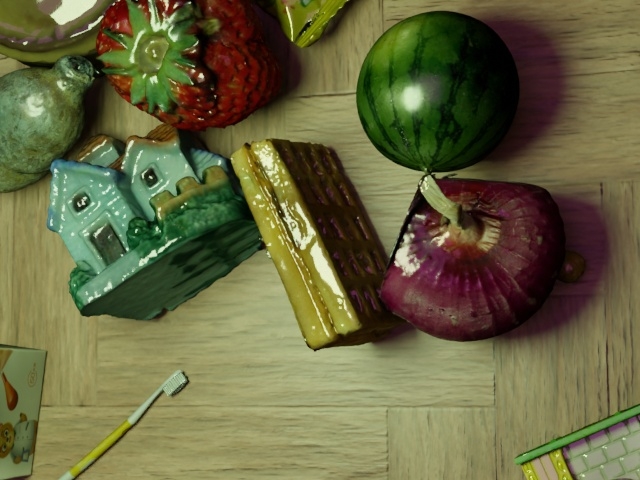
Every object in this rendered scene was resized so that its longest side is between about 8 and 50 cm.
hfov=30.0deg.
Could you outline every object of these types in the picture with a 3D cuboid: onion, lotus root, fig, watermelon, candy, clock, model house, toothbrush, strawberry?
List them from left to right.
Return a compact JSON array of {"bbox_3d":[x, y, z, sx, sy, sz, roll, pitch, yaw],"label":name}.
[{"bbox_3d":[-0.490,-0.184,1.942,0.349,0.175,0.175,-31,74,40],"label":"lotus root"},{"bbox_3d":[-0.325,0.313,1.958,0.288,0.021,0.024,-42,64,9],"label":"toothbrush"},{"bbox_3d":[-0.281,-0.079,1.883,0.295,0.251,0.329,-35,69,11],"label":"model house"},{"bbox_3d":[-0.191,-0.293,1.850,0.238,0.288,0.250,-11,100,27],"label":"strawberry"},{"bbox_3d":[-0.064,-0.443,1.934,0.297,0.081,0.187,40,96,28],"label":"candy"},{"bbox_3d":[0.171,-0.215,1.750,0.242,0.242,0.242,-2,83,17],"label":"watermelon"},{"bbox_3d":[0.225,0.025,1.712,0.230,0.272,0.256,22,111,5],"label":"onion"},{"bbox_3d":[0.355,0.028,1.768,0.050,0.050,0.083,-47,56,8],"label":"fig"},{"bbox_3d":[0.428,0.375,1.671,0.219,0.106,0.255,-27,77,13],"label":"clock"}]

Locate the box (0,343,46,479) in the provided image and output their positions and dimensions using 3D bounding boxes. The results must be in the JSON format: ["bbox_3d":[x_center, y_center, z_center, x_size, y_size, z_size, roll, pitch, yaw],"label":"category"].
[{"bbox_3d":[-0.589,0.267,1.878,0.143,0.341,0.225,5,85,19],"label":"box"}]

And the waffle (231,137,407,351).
[{"bbox_3d":[0.000,0.000,1.787,0.098,0.224,0.328,-28,77,22],"label":"waffle"}]

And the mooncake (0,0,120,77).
[{"bbox_3d":[-0.424,-0.476,1.968,0.393,0.246,0.394,18,93,12],"label":"mooncake"}]
